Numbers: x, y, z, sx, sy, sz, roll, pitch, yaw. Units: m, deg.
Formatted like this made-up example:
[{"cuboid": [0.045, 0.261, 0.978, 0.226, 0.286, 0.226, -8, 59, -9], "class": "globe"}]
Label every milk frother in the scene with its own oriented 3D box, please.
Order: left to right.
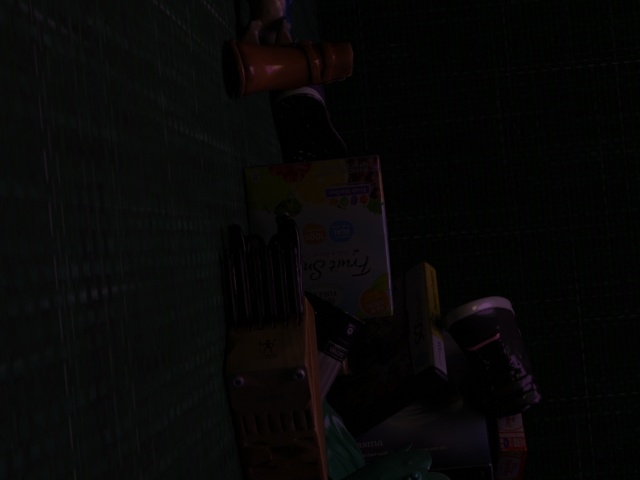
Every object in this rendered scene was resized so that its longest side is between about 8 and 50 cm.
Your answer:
[{"cuboid": [-0.042, 0.122, 1.712, 0.135, 0.129, 0.143, -61, -154, -4], "class": "milk frother"}]

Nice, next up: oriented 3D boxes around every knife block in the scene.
[{"cuboid": [-0.048, 0.117, 1.593, 0.242, 0.088, 0.276, -89, 172, -55], "class": "knife block"}]

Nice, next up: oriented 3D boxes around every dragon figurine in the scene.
[{"cuboid": [-0.070, -0.340, 1.913, 0.144, 0.085, 0.289, -93, 180, -61], "class": "dragon figurine"}]

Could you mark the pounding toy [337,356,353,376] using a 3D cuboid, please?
[{"cuboid": [-0.006, 0.133, 2.144, 0.206, 0.094, 0.181, -88, 171, -57], "class": "pounding toy"}]

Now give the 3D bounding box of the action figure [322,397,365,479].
[{"cuboid": [0.019, 0.328, 2.099, 0.232, 0.063, 0.137, 57, 43, -49], "class": "action figure"}]

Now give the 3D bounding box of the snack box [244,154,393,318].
[{"cuboid": [0.000, 0.000, 1.833, 0.070, 0.174, 0.207, -53, 137, -83], "class": "snack box"}]

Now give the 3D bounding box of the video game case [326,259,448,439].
[{"cuboid": [0.074, 0.186, 2.208, 0.035, 0.275, 0.248, 40, 29, -29], "class": "video game case"}]

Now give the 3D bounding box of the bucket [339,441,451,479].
[{"cuboid": [0.087, 0.420, 1.839, 0.281, 0.183, 0.281, 57, -20, 34], "class": "bucket"}]

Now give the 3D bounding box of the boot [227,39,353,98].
[{"cuboid": [-0.035, -0.222, 1.786, 0.197, 0.152, 0.073, -71, 156, -81], "class": "boot"}]

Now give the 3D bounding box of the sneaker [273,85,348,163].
[{"cuboid": [-0.020, -0.210, 2.394, 0.283, 0.107, 0.124, 78, 2, -60], "class": "sneaker"}]

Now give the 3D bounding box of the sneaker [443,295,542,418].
[{"cuboid": [0.277, 0.188, 2.206, 0.296, 0.104, 0.147, 45, 24, -62], "class": "sneaker"}]

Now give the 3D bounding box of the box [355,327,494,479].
[{"cuboid": [0.123, 0.311, 2.340, 0.294, 0.296, 0.183, -93, 175, -46], "class": "box"}]

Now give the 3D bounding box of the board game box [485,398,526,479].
[{"cuboid": [0.302, 0.348, 2.387, 0.193, 0.045, 0.147, 92, -3, -47], "class": "board game box"}]
